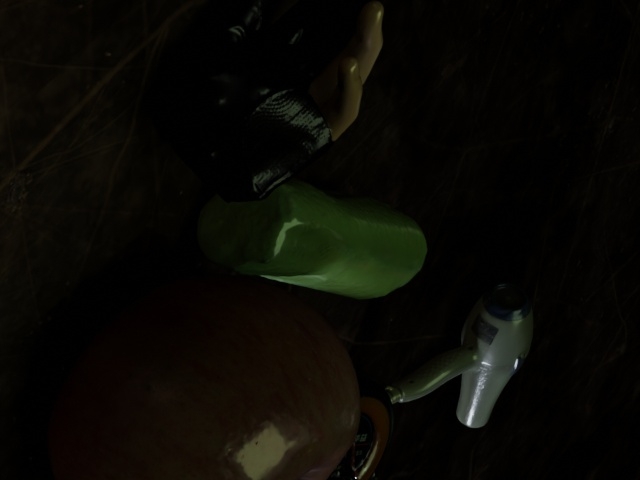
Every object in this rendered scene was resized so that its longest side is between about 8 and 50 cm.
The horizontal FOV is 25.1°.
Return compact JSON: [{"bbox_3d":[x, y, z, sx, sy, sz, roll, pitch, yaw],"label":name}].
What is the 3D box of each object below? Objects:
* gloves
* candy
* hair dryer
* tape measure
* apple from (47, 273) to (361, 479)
[{"bbox_3d":[-0.038,-0.187,1.500,0.301,0.197,0.152,-46,-176,1],"label":"gloves"},{"bbox_3d":[0.000,0.000,1.713,0.343,0.142,0.132,12,112,-58],"label":"candy"},{"bbox_3d":[0.219,0.228,2.296,0.298,0.119,0.296,-36,147,-13],"label":"hair dryer"},{"bbox_3d":[-0.001,0.264,1.928,0.202,0.135,0.223,-2,113,-45],"label":"tape measure"},{"bbox_3d":[-0.112,0.200,1.566,0.345,0.269,0.345,-38,143,-37],"label":"apple"}]
